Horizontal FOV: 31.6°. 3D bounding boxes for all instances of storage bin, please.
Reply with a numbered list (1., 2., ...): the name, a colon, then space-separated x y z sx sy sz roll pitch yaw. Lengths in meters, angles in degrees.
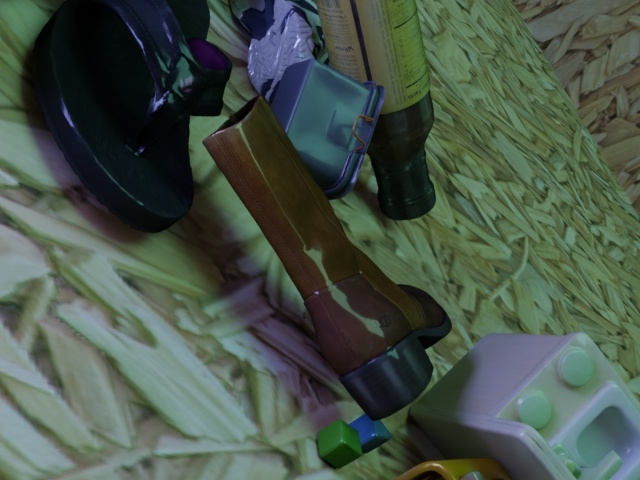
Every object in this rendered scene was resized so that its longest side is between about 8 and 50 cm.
1. storage bin: -0.002 -0.121 1.183 0.091 0.098 0.135 27 73 -30

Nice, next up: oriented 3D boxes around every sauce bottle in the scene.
1. sauce bottle: 0.069 -0.181 1.292 0.111 0.111 0.344 -89 169 -56

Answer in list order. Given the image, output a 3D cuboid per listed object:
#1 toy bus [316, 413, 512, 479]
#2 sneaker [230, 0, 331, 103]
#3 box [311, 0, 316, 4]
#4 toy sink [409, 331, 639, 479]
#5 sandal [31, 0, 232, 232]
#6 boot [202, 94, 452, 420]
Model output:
1. toy bus: 0.093 0.225 0.903 0.191 0.104 0.202 46 23 -20
2. sneaker: -0.013 -0.218 1.343 0.153 0.094 0.235 24 26 -38
3. box: 0.047 -0.349 1.669 0.169 0.087 0.290 45 23 -23
4. toy sink: 0.213 0.177 1.031 0.153 0.131 0.234 51 -16 -8
5. sandal: -0.148 -0.180 0.994 0.167 0.107 0.446 41 25 -30
6. boot: 0.000 0.000 1.023 0.280 0.096 0.264 57 20 -5
